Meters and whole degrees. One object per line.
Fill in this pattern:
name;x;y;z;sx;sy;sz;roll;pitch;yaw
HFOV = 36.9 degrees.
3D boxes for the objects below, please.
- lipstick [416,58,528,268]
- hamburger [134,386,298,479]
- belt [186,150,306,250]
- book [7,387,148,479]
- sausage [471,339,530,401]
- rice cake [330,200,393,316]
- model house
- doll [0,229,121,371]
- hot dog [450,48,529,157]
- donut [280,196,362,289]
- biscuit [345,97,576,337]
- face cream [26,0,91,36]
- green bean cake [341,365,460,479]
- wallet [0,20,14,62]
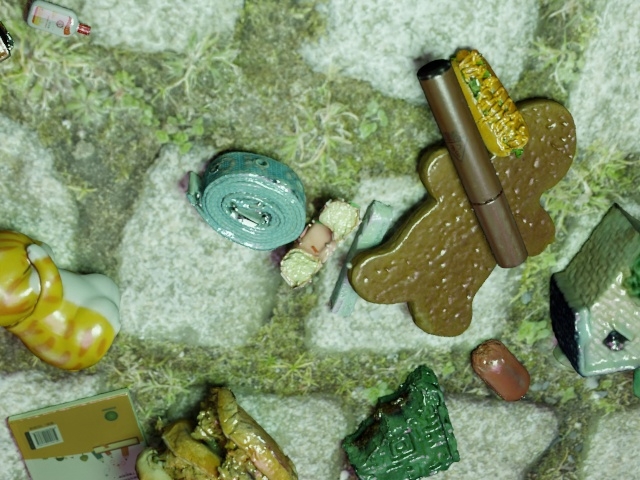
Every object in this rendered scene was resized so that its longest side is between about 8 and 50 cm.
lipstick;0.235;-0.111;1.458;0.057;0.057;0.356;-27;117;3
hamburger;-0.172;0.377;1.619;0.211;0.260;0.245;-46;164;-4
belt;-0.102;-0.063;1.462;0.148;0.082;0.163;-27;125;15
book;-0.402;0.400;1.688;0.208;0.020;0.295;-13;121;-5
sausage;0.329;0.238;1.736;0.076;0.076;0.141;-37;120;9
rice cake;0.066;0.032;1.580;0.043;0.034;0.210;11;116;-22
model house;0.548;0.140;1.638;0.298;0.243;0.284;32;112;-14
doll;-0.419;0.087;1.432;0.162;0.166;0.269;-42;116;9
hot dog;0.255;-0.204;1.444;0.072;0.055;0.188;-33;93;-5
donut;0.000;0.000;1.510;0.065;0.117;0.166;41;95;0
biscuit;0.252;-0.046;1.558;0.283;0.064;0.432;31;99;-26
face cream;-0.356;-0.299;1.306;0.083;0.021;0.040;15;115;-21
green bean cake;0.138;0.349;1.735;0.209;0.107;0.193;-19;122;0
wallet;-0.523;-0.295;1.262;0.161;0.042;0.195;-30;119;-1
